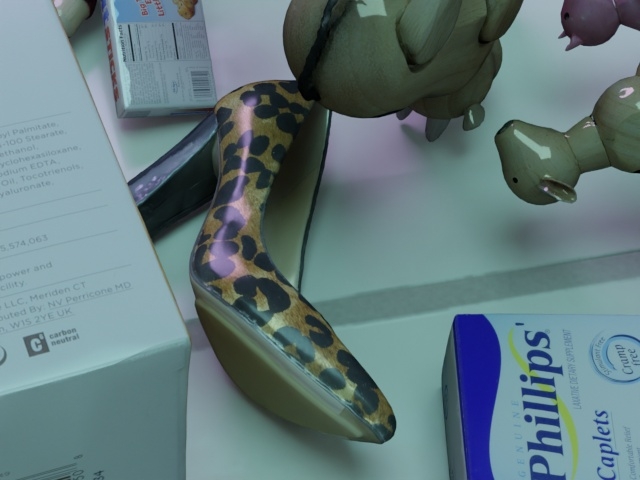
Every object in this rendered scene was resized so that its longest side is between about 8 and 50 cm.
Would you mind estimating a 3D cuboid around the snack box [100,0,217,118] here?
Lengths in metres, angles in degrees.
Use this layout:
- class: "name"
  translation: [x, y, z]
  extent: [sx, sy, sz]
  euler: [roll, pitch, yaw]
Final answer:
- class: "snack box"
  translation: [-0.112, -0.167, 1.267]
  extent: [0.064, 0.022, 0.178]
  euler: [-4, 76, -21]

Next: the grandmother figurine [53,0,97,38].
- class: "grandmother figurine"
  translation: [-0.226, -0.207, 1.300]
  extent: [0.342, 0.104, 0.208]
  euler: [-33, 88, -29]

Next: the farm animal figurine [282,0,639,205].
- class: "farm animal figurine"
  translation: [0.096, -0.121, 1.185]
  extent: [0.327, 0.172, 0.330]
  euler: [0, 33, -46]

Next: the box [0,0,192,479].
- class: "box"
  translation: [-0.201, 0.004, 1.056]
  extent: [0.168, 0.215, 0.345]
  euler: [-15, 55, -15]

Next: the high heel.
- class: "high heel"
  translation: [0.000, 0.000, 1.144]
  extent: [0.186, 0.093, 0.261]
  euler: [-38, 54, -21]

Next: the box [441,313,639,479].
- class: "box"
  translation: [0.141, 0.111, 1.084]
  extent: [0.137, 0.072, 0.126]
  euler: [0, 51, -3]
